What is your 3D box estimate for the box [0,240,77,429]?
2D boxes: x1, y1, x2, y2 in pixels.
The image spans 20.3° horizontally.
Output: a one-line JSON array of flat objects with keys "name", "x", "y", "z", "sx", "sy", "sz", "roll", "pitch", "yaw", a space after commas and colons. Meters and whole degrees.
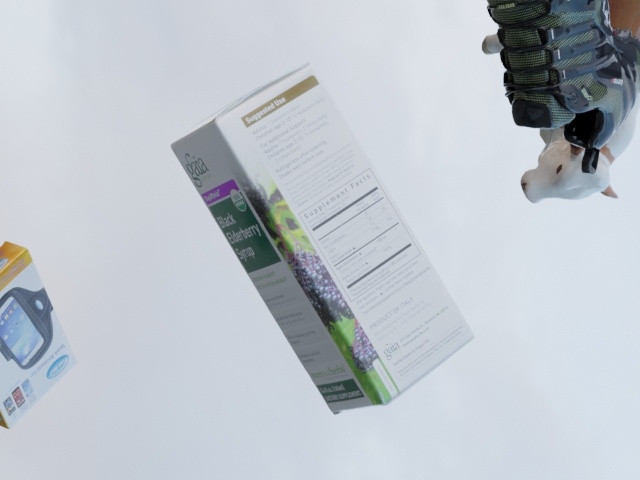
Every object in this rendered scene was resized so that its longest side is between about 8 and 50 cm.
[{"name": "box", "x": -0.233, "y": 0.078, "z": 1.352, "sx": 0.028, "sy": 0.081, "sz": 0.136, "roll": 15, "pitch": -42, "yaw": 37}]

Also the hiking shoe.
[{"name": "hiking shoe", "x": 0.179, "y": -0.147, "z": 1.388, "sx": 0.086, "sy": 0.227, "sz": 0.114, "roll": -1, "pitch": -121, "yaw": 44}]

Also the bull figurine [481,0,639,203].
[{"name": "bull figurine", "x": 0.247, "y": -0.185, "z": 1.665, "sx": 0.188, "sy": 0.101, "sz": 0.310, "roll": 31, "pitch": -79, "yaw": 45}]

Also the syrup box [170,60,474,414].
[{"name": "syrup box", "x": 0.000, "y": 0.000, "z": 1.292, "sx": 0.237, "sy": 0.096, "sz": 0.093, "roll": 58, "pitch": -26, "yaw": -6}]
